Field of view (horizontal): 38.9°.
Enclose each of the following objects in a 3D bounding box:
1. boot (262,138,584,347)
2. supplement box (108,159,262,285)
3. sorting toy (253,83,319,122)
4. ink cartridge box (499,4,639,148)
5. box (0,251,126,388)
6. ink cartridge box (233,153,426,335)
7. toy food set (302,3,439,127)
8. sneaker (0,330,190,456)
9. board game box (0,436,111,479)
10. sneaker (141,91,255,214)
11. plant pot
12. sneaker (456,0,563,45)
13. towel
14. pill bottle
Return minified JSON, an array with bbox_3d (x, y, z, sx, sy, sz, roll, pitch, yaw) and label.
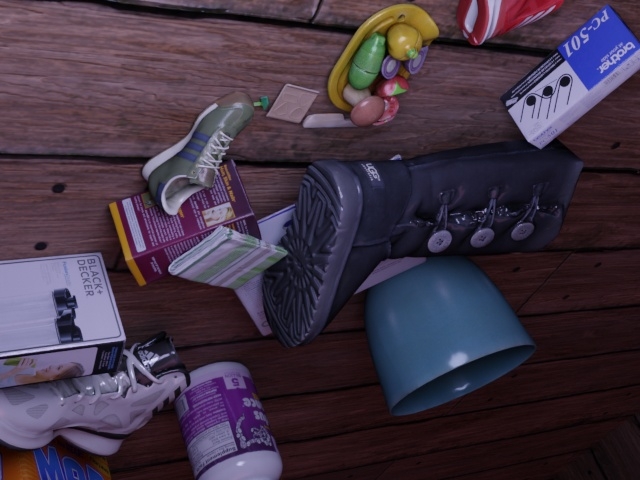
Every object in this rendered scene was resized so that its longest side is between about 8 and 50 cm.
[{"bbox_3d":[0.158,0.003,1.425,0.445,0.146,0.367,-10,146,-30],"label":"boot"},{"bbox_3d":[-0.190,-0.025,1.288,0.188,0.104,0.081,-20,149,-6],"label":"supplement box"},{"bbox_3d":[-0.049,-0.188,1.225,0.083,0.012,0.062,7,135,-40],"label":"sorting toy"},{"bbox_3d":[0.375,-0.241,1.346,0.207,0.097,0.046,-41,145,25],"label":"ink cartridge box"},{"bbox_3d":[-0.438,0.115,1.278,0.290,0.169,0.087,-4,141,-27],"label":"box"},{"bbox_3d":[0.000,0.000,1.487,0.324,0.071,0.330,-24,146,-1],"label":"ink cartridge box"},{"bbox_3d":[0.083,-0.208,1.217,0.128,0.071,0.218,0,138,-38],"label":"toy food set"},{"bbox_3d":[-0.384,0.218,1.509,0.257,0.169,0.447,-38,155,6],"label":"sneaker"},{"bbox_3d":[-0.596,0.568,1.665,0.356,0.356,0.356,-26,148,3],"label":"board game box"},{"bbox_3d":[-0.153,-0.107,1.206,0.192,0.086,0.064,-36,146,19],"label":"sneaker"},{"bbox_3d":[0.215,0.155,1.679,0.293,0.235,0.293,-20,159,-8],"label":"plant pot"},{"bbox_3d":[0.259,-0.347,1.145,0.128,0.087,0.221,-21,162,-21],"label":"sneaker"},{"bbox_3d":[-0.130,0.027,1.293,0.113,0.023,0.152,-33,154,22],"label":"towel"},{"bbox_3d":[-0.170,0.399,1.746,0.169,0.301,0.169,-17,148,-11],"label":"pill bottle"}]
